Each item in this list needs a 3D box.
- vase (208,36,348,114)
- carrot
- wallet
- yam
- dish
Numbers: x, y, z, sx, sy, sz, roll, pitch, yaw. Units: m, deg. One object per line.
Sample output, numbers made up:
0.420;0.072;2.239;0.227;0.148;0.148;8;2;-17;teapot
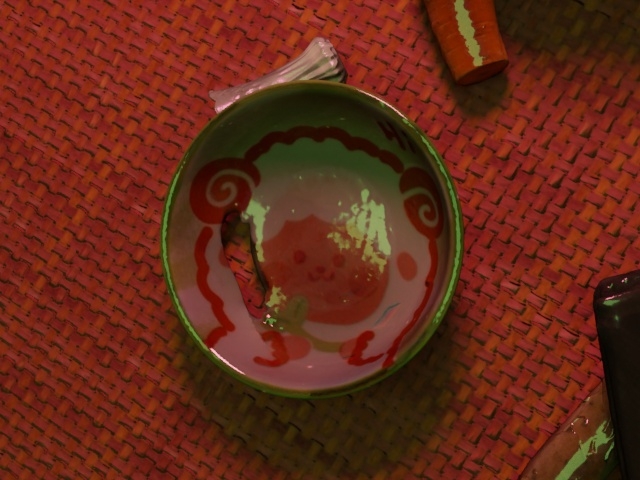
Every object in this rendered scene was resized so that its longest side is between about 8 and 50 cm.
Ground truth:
-0.044;-0.170;0.983;0.148;0.081;0.081;-30;78;5;vase
0.147;-0.268;0.946;0.087;0.087;0.194;-10;84;12;carrot
0.345;0.138;0.819;0.168;0.052;0.245;-15;102;-10;wallet
0.245;0.237;0.876;0.071;0.067;0.317;40;92;15;yam
0.000;0.000;0.932;0.324;0.124;0.324;0;89;19;dish
